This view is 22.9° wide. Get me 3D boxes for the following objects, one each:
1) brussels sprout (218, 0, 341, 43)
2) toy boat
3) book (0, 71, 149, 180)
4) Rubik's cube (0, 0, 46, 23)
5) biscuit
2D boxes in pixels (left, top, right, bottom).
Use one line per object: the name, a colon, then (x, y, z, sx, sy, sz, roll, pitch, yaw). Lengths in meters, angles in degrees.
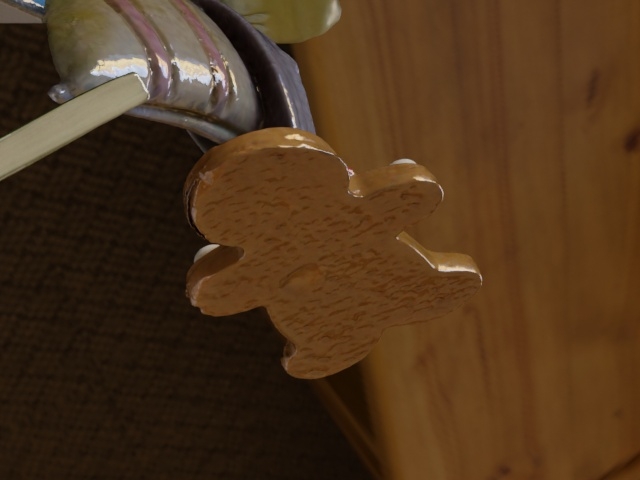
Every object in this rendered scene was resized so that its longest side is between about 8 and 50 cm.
brussels sprout: (-0.085, -0.470, 1.762, 0.342, 0.425, 0.361, -30, 150, 1)
toy boat: (-0.131, -0.168, 1.431, 0.111, 0.276, 0.293, -42, 133, 18)
book: (-0.243, -0.044, 1.088, 0.202, 0.264, 0.027, -33, 100, -23)
Rubik's cube: (-0.414, -0.297, 1.454, 0.228, 0.233, 0.228, -30, 135, -26)
biscuit: (0.000, 0.000, 1.246, 0.216, 0.047, 0.340, -30, 145, 13)
